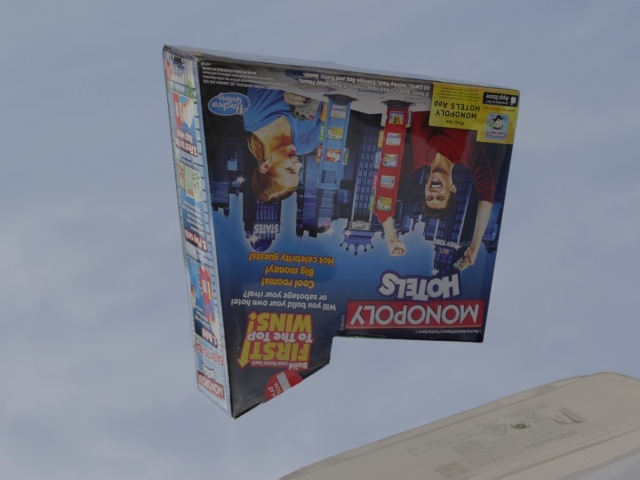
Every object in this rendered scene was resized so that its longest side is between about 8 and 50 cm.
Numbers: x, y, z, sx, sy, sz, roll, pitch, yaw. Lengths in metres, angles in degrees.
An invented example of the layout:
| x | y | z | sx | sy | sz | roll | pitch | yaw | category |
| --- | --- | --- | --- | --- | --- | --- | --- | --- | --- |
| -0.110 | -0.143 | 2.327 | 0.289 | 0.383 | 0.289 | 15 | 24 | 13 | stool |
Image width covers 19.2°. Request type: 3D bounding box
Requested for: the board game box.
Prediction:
| x | y | z | sx | sy | sz | roll | pitch | yaw | category |
| --- | --- | --- | --- | --- | --- | --- | --- | --- | --- |
| 0.000 | 0.000 | 1.044 | 0.194 | 0.194 | 0.060 | 4 | -169 | -24 | board game box |

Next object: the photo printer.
| x | y | z | sx | sy | sz | roll | pitch | yaw | category |
| --- | --- | --- | --- | --- | --- | --- | --- | --- | --- |
| 0.099 | 0.255 | 1.116 | 0.256 | 0.307 | 0.107 | -15 | -156 | -26 | photo printer |
